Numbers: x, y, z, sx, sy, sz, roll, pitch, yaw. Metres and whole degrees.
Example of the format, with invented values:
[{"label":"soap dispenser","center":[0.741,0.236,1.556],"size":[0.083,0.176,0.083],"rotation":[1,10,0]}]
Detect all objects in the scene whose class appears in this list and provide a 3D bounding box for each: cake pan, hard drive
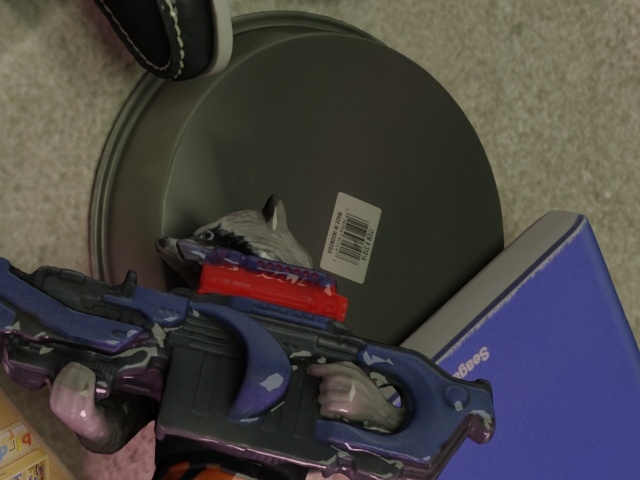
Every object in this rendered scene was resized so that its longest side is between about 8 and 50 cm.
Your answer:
[{"label":"cake pan","center":[0.000,0.000,1.177],"size":[0.293,0.054,0.293],"rotation":[2,86,-33]},{"label":"hard drive","center":[0.149,0.170,1.233],"size":[0.210,0.040,0.319],"rotation":[-40,120,-28]}]

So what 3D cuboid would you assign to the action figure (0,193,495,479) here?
[{"label":"action figure","center":[-0.101,0.121,1.018],"size":[0.341,0.178,0.330],"rotation":[21,69,-2]}]

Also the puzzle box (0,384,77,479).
[{"label":"puzzle box","center":[-0.321,0.195,0.960],"size":[0.409,0.052,0.272],"rotation":[-46,111,-26]}]

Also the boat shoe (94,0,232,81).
[{"label":"boat shoe","center":[-0.153,-0.215,1.063],"size":[0.091,0.114,0.302],"rotation":[-30,92,-31]}]
